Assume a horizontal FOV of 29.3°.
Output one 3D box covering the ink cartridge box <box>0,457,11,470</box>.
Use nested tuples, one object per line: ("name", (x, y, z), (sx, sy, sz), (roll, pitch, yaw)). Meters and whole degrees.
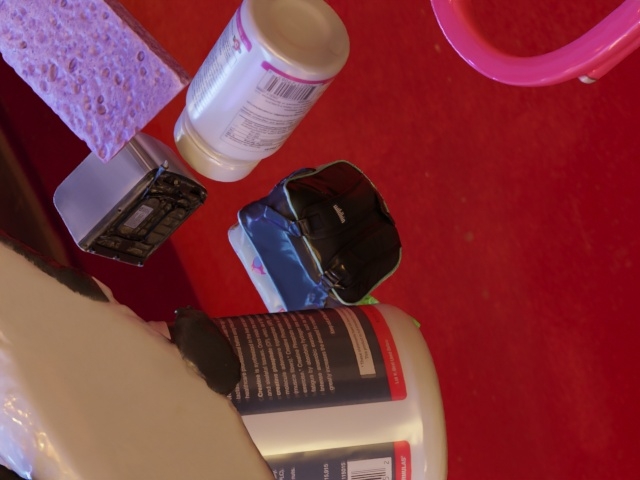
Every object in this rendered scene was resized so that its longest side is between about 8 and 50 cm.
("ink cartridge box", (-0.383, 0.236, 1.403), (0.092, 0.219, 0.160), (33, 69, -44))

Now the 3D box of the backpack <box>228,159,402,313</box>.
("backpack", (0.000, 0.000, 1.395), (0.144, 0.188, 0.166), (-29, 93, 41))

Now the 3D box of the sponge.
("sponge", (-0.231, -0.185, 1.140), (0.210, 0.031, 0.117), (46, 112, -4))

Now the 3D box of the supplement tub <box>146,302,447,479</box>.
("supplement tub", (-0.056, 0.150, 0.929), (0.272, 0.191, 0.191), (-4, 123, -12))

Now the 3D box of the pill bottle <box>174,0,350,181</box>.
("pill bottle", (-0.092, -0.214, 1.718), (0.160, 0.160, 0.283), (20, 140, -20))

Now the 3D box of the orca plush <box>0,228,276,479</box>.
("orca plush", (-0.144, 0.084, 0.594), (0.287, 0.151, 0.102), (30, 138, -4))

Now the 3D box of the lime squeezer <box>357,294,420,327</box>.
("lime squeezer", (0.081, 0.142, 2.183), (0.310, 0.059, 0.110), (-14, 104, -42))

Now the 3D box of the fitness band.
("fitness band", (0.221, -0.260, 1.030), (0.291, 0.209, 0.054), (-42, 158, 26))

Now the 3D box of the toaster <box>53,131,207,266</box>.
("toaster", (-0.267, -0.064, 1.757), (0.185, 0.110, 0.168), (-44, 158, 11))
